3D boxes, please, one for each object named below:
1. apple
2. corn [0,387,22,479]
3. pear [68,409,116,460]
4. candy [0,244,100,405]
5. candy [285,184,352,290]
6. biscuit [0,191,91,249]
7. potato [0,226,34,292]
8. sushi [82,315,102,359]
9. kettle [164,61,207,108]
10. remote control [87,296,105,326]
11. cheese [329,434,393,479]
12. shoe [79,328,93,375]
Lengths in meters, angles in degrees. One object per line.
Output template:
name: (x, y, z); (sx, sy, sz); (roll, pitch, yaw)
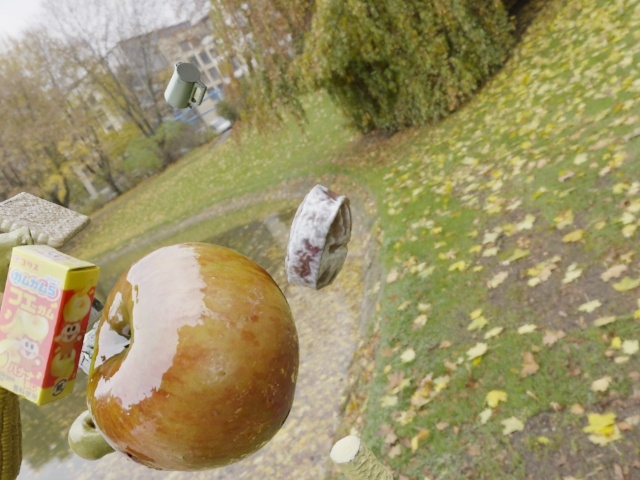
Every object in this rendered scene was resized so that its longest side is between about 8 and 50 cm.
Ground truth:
apple: (-0.211, 0.205, 1.039); (0.400, 0.333, 0.400); (-29, 51, 42)
corn: (-0.726, 0.409, 1.309); (0.120, 0.363, 0.120); (6, 23, -3)
pear: (-0.699, 0.605, 1.852); (0.167, 0.136, 0.167); (7, 40, -6)
candy: (-0.533, 0.159, 1.140); (0.146, 0.276, 0.088); (20, 8, 18)
candy: (0.000, 0.000, 1.614); (0.157, 0.289, 0.214); (19, 21, 12)
biscuit: (-0.761, -0.054, 1.604); (0.044, 0.217, 0.325); (-64, 14, 9)
potato: (-0.729, 0.048, 1.349); (0.120, 0.081, 0.149); (2, -55, -51)
sushi: (-0.387, 0.273, 1.465); (0.178, 0.294, 0.352); (-53, -11, -1)
kettle: (-0.478, -0.536, 2.088); (0.098, 0.127, 0.148); (-12, -19, -34)
remote control: (-0.663, 0.211, 1.637); (0.029, 0.067, 0.261); (-43, 8, 11)
cheese: (0.117, 0.634, 1.667); (0.123, 0.167, 0.094); (-18, 29, 45)
shoe: (-0.637, 0.369, 1.813); (0.149, 0.293, 0.109); (-51, -22, -21)
